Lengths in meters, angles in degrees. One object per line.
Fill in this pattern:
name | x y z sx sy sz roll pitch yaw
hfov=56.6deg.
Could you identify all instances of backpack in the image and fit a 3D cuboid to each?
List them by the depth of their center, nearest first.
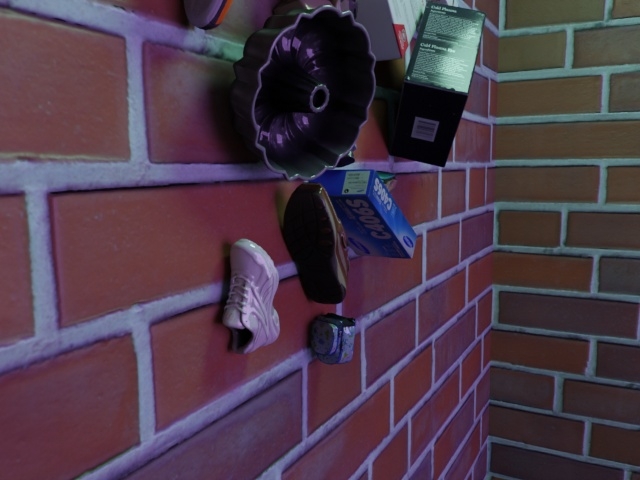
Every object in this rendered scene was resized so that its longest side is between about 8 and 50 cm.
backpack | 0.027 0.241 1.433 0.084 0.105 0.114 -2 96 -39

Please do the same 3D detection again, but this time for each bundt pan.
bundt pan | -0.043 -0.288 1.144 0.331 0.124 0.331 -29 133 -36

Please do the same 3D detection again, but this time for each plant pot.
plant pot | -0.035 -0.467 1.246 0.096 0.109 0.109 57 44 -31

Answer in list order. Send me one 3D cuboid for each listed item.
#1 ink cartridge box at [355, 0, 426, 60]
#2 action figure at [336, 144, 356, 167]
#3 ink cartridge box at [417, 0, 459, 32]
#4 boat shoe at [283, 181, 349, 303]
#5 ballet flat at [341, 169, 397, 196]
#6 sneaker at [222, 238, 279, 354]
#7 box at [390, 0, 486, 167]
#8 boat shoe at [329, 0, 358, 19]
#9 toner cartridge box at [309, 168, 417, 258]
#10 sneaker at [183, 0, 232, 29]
ink cartridge box | 0.189 -0.651 1.625 0.273 0.114 0.197 -64 144 -36
action figure | 0.043 -0.320 1.414 0.185 0.099 0.285 43 51 -47
ink cartridge box | 0.359 -0.752 1.906 0.190 0.139 0.082 35 64 -58
boat shoe | 0.000 0.000 1.354 0.120 0.122 0.324 -64 153 -45
ballet flat | 0.129 -0.130 1.590 0.316 0.107 0.106 -10 115 -61
sneaker | -0.140 0.114 1.121 0.115 0.090 0.232 -34 121 -52
box | 0.340 -0.449 1.743 0.343 0.179 0.312 90 15 -64
boat shoe | 0.032 -0.549 1.278 0.092 0.103 0.285 -49 162 -10
toner cartridge box | 0.113 -0.059 1.493 0.348 0.165 0.075 45 55 -54
sneaker | -0.104 -0.487 1.004 0.180 0.124 0.321 16 98 -51
